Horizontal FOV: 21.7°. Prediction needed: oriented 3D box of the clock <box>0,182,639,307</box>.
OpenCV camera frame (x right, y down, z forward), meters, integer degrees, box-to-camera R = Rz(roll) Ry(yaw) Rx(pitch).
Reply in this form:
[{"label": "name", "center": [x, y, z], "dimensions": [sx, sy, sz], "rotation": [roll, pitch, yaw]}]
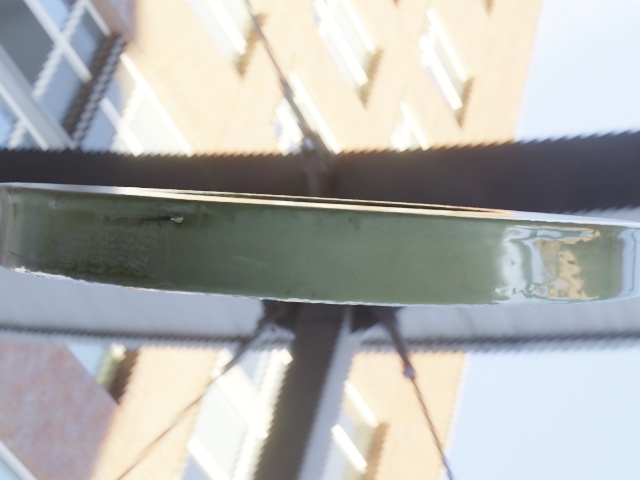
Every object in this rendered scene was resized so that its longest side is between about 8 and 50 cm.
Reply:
[{"label": "clock", "center": [0.000, 0.000, 0.596], "dimensions": [0.235, 0.235, 0.029], "rotation": [6, -87, 38]}]
